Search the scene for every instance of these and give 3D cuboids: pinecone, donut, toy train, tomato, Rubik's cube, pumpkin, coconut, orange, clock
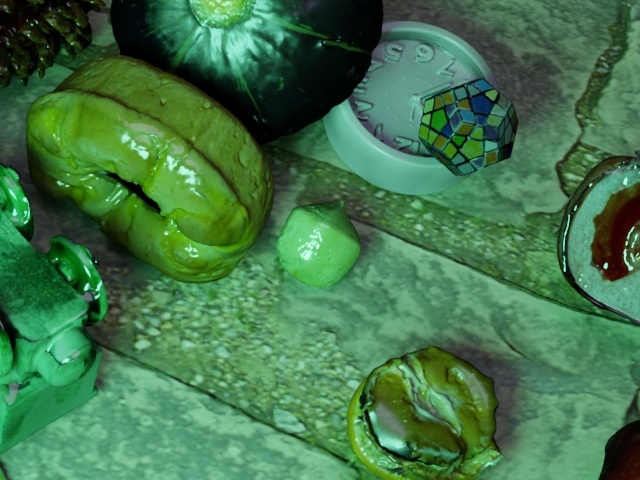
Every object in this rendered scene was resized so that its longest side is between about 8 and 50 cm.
[{"bbox_3d":[-0.319,-0.245,1.569,0.174,0.173,0.173,6,61,-11],"label":"pinecone"},{"bbox_3d":[-0.170,-0.077,1.483,0.261,0.208,0.128,34,59,0],"label":"donut"},{"bbox_3d":[-0.313,0.051,1.371,0.145,0.202,0.266,-30,68,-35],"label":"toy train"},{"bbox_3d":[0.362,0.002,1.593,0.214,0.155,0.180,32,96,0],"label":"tomato"},{"bbox_3d":[0.159,-0.121,1.570,0.093,0.111,0.111,11,57,21],"label":"Rubik's cube"},{"bbox_3d":[-0.070,-0.247,1.579,0.296,0.296,0.295,6,61,-11],"label":"pumpkin"},{"bbox_3d":[0.000,0.000,1.553,0.088,0.088,0.096,33,89,5],"label":"coconut"},{"bbox_3d":[0.098,0.185,1.463,0.170,0.112,0.160,36,46,-20],"label":"orange"},{"bbox_3d":[0.104,-0.152,1.667,0.197,0.068,0.196,6,62,-11],"label":"clock"}]

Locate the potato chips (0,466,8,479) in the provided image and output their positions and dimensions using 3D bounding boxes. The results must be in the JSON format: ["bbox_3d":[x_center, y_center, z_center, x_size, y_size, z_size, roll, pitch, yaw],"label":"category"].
[{"bbox_3d":[-0.447,0.265,1.258,0.389,0.097,0.373,28,27,5],"label":"potato chips"}]

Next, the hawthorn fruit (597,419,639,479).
[{"bbox_3d":[0.368,0.304,1.420,0.266,0.210,0.230,42,47,-6],"label":"hawthorn fruit"}]
